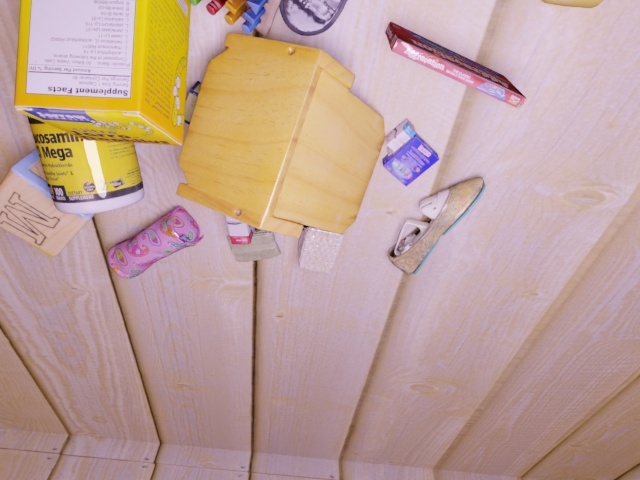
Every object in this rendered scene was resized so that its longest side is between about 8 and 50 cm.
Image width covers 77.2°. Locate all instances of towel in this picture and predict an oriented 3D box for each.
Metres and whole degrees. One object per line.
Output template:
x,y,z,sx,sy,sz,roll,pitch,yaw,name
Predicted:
-0.201,0.019,1.218,0.148,0.027,0.110,-9,130,11,towel

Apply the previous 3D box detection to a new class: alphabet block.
-0.683,-0.113,1.033,0.197,0.192,0.193,-35,118,26,alphabet block

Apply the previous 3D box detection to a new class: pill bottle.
-0.512,-0.238,0.867,0.188,0.188,0.334,-2,111,5,pill bottle

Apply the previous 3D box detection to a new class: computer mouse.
0.032,-0.507,0.745,0.188,0.072,0.272,38,110,-23,computer mouse

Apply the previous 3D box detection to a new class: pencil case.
-0.481,0.012,1.169,0.284,0.124,0.124,-25,124,20,pencil case

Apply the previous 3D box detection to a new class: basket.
0.000,0.000,1.140,0.113,0.103,0.167,11,129,-7,basket

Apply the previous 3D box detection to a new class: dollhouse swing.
-0.069,-0.206,0.904,0.315,0.305,0.347,21,97,22,dollhouse swing

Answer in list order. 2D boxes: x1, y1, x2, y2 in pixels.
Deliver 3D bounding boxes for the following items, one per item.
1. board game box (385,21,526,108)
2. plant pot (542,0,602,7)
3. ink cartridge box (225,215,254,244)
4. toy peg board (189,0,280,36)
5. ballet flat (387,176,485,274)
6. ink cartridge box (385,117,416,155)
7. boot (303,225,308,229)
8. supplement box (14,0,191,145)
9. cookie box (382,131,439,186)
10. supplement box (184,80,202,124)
0.266,-0.353,0.803,0.281,0.145,0.027,18,129,-12,board game box
0.346,-0.512,0.616,0.239,0.254,0.254,13,131,12,plant pot
-0.218,-0.071,1.097,0.056,0.099,0.135,1,130,3,ink cartridge box
-0.160,-0.451,0.719,0.160,0.079,0.161,38,162,-11,toy peg board
0.294,-0.045,1.086,0.123,0.123,0.348,20,128,-13,ballet flat
0.184,-0.246,0.959,0.028,0.048,0.083,37,122,-24,ink cartridge box
0.013,-0.120,1.018,0.077,0.137,0.198,30,125,-20,boot
-0.350,-0.363,0.686,0.194,0.195,0.357,4,89,1,supplement box
0.224,-0.202,0.999,0.092,0.040,0.107,36,123,-23,cookie box
-0.269,-0.305,0.932,0.083,0.056,0.083,26,126,-18,supplement box
